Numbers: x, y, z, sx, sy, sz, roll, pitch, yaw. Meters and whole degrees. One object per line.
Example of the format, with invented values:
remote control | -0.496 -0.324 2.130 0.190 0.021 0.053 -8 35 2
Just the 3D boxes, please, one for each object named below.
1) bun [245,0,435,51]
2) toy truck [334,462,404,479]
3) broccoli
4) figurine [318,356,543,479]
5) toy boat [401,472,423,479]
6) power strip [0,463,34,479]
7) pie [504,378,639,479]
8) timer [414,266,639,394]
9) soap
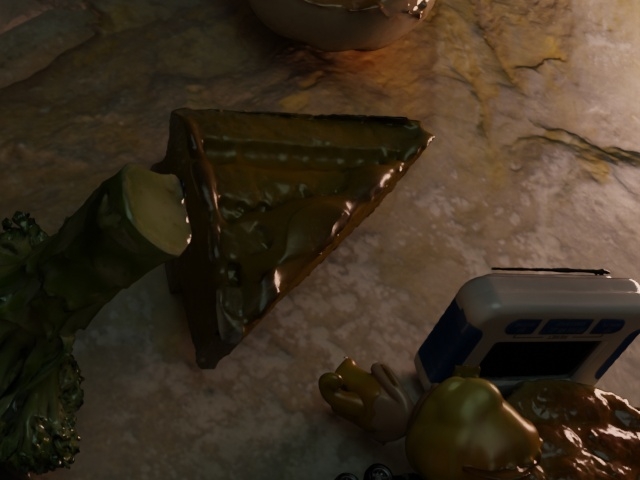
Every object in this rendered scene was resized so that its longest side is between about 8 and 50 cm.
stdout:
bun | 0.021 -0.371 1.688 0.298 0.165 0.299 3 60 -6
toy truck | -0.002 0.305 1.204 0.259 0.088 0.121 -6 58 -32
broccoli | -0.244 0.068 1.089 0.221 0.361 0.252 34 63 -24
figurine | 0.118 0.196 1.283 0.246 0.156 0.131 15 23 32
toy boat | 0.105 0.289 1.308 0.038 0.038 0.083 -7 58 -31
power strip | -0.325 0.271 1.078 0.198 0.064 0.213 32 48 1
pie | 0.305 0.308 1.368 0.339 0.083 0.340 13 48 -15
timer | 0.247 0.108 1.424 0.253 0.178 0.078 2 49 -27
soap | 0.000 0.000 1.387 0.338 0.169 0.304 0 56 -26
